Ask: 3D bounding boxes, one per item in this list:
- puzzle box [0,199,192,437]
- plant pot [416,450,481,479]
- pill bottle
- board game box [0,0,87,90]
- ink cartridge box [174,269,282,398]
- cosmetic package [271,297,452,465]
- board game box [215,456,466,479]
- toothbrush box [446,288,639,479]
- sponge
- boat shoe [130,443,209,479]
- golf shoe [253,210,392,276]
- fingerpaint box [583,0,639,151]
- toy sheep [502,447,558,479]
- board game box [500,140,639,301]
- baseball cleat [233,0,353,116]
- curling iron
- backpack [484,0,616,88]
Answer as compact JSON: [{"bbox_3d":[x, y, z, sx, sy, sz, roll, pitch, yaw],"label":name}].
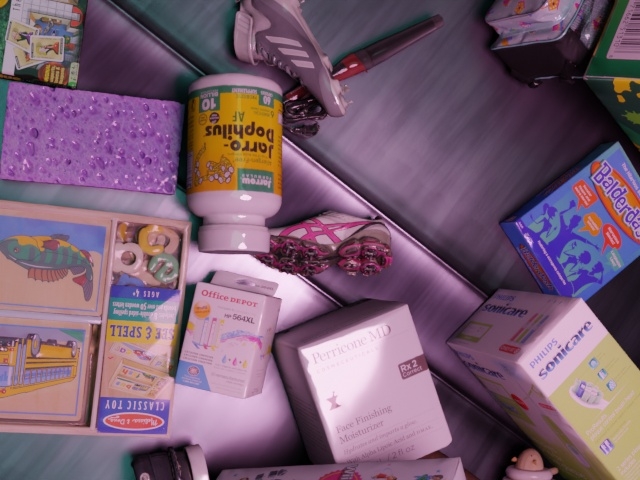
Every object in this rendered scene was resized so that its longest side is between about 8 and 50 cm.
[{"bbox_3d":[-0.369,0.089,0.948,0.409,0.052,0.272,6,89,-16],"label":"puzzle box"},{"bbox_3d":[0.167,0.388,1.040,0.215,0.215,0.230,-36,86,-13],"label":"plant pot"},{"bbox_3d":[-0.105,-0.089,0.984,0.117,0.117,0.208,2,85,-16],"label":"pill bottle"},{"bbox_3d":[-0.346,-0.321,0.970,0.136,0.030,0.260,7,88,-14],"label":"board game box"},{"bbox_3d":[-0.110,0.112,0.989,0.092,0.090,0.143,11,86,10],"label":"ink cartridge box"},{"bbox_3d":[0.046,0.185,1.016,0.151,0.151,0.184,-20,95,-17],"label":"cosmetic package"},{"bbox_3d":[0.031,0.372,0.911,0.303,0.097,0.224,-10,108,24],"label":"board game box"},{"bbox_3d":[0.333,0.208,1.072,0.122,0.206,0.283,-42,101,-12],"label":"toothbrush box"},{"bbox_3d":[-0.277,-0.123,0.987,0.210,0.031,0.117,5,88,-17],"label":"sponge"},{"bbox_3d":[-0.174,0.405,0.978,0.091,0.114,0.303,-5,79,-17],"label":"boat shoe"},{"bbox_3d":[0.000,0.000,1.058,0.186,0.067,0.086,3,47,-5],"label":"golf shoe"},{"bbox_3d":[0.577,-0.315,1.091,0.371,0.163,0.445,32,79,-43],"label":"fingerpaint box"},{"bbox_3d":[0.293,0.358,1.123,0.091,0.091,0.132,2,81,-16],"label":"toy sheep"},{"bbox_3d":[0.387,-0.020,1.171,0.210,0.047,0.160,-37,99,-14],"label":"board game box"},{"bbox_3d":[-0.044,-0.231,1.028,0.109,0.072,0.206,-27,76,6],"label":"baseball cleat"},{"bbox_3d":[0.055,-0.226,1.081,0.274,0.035,0.068,-36,93,-12],"label":"curling iron"},{"bbox_3d":[0.332,-0.322,1.096,0.144,0.166,0.188,45,76,-21],"label":"backpack"}]
